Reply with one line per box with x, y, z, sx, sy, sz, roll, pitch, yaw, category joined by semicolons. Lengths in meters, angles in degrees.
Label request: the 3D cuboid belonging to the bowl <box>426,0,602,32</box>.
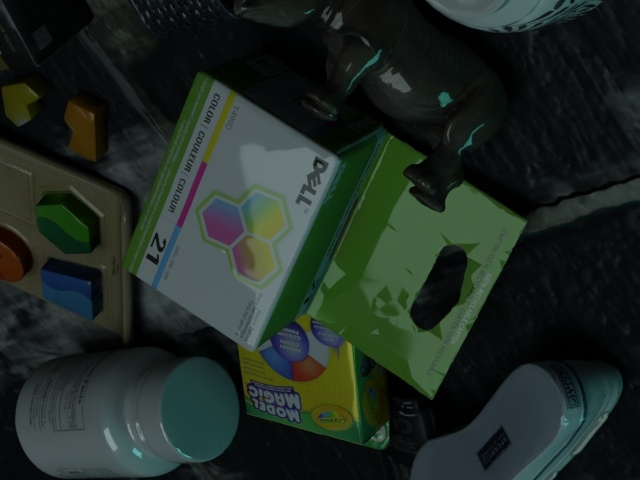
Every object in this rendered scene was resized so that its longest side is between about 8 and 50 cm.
0.103;-0.192;0.925;0.170;0.080;0.170;22;137;22;bowl

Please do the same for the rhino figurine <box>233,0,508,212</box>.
0.031;-0.129;1.003;0.243;0.106;0.073;39;173;-20;rhino figurine

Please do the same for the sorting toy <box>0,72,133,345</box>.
-0.277;-0.038;1.419;0.229;0.041;0.307;26;140;17;sorting toy

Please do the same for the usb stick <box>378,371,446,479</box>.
0.098;0.236;1.372;0.077;0.045;0.278;16;136;37;usb stick

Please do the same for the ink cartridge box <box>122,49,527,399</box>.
0.000;0.000;1.125;0.255;0.097;0.189;33;119;15;ink cartridge box

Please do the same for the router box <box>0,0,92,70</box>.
-0.359;-0.283;1.217;0.243;0.081;0.309;-1;126;40;router box

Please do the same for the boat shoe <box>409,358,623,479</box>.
0.163;0.179;1.225;0.258;0.084;0.095;-48;56;51;boat shoe

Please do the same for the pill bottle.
-0.194;0.174;1.483;0.229;0.131;0.131;-10;120;45;pill bottle

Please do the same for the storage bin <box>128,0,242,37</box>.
-0.095;-0.244;1.004;0.084;0.122;0.180;-5;123;42;storage bin

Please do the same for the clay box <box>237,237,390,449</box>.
-0.010;0.084;1.269;0.127;0.053;0.222;10;117;33;clay box
